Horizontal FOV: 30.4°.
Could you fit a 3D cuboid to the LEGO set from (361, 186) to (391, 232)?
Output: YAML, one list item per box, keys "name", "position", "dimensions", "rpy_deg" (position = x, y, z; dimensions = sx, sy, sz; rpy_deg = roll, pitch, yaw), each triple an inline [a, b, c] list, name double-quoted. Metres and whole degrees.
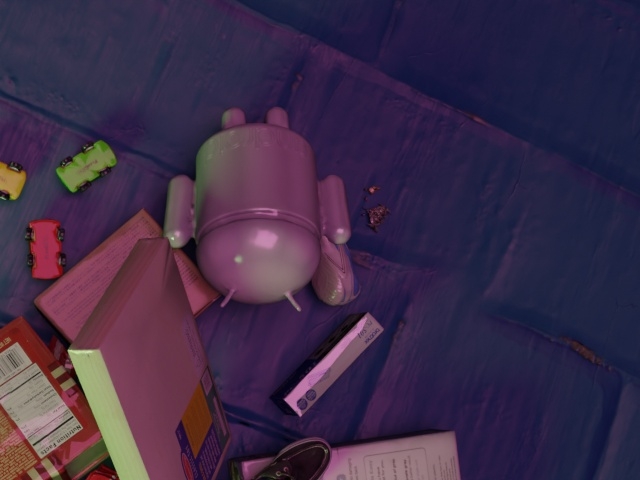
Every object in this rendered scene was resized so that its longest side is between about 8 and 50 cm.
- name: "LEGO set"
  position: [0.097, -0.056, 2.085]
  dimensions: [0.054, 0.023, 0.083]
  rpy_deg: [-24, 91, -18]

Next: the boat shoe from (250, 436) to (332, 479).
- name: "boat shoe"
  position: [-0.073, 0.385, 1.842]
  dimensions: [0.228, 0.076, 0.080]
  rpy_deg: [-29, 92, -17]

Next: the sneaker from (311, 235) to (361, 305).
- name: "sneaker"
  position: [0.000, 0.000, 2.031]
  dimensions: [0.086, 0.085, 0.237]
  rpy_deg: [-10, 76, -56]

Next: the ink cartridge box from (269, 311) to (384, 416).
- name: "ink cartridge box"
  position: [0.010, 0.208, 1.992]
  dimensions: [0.207, 0.097, 0.046]
  rpy_deg: [-45, 97, -16]

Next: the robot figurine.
- name: "robot figurine"
  position: [-0.103, -0.047, 1.900]
  dimensions: [0.300, 0.199, 0.353]
  rpy_deg: [-3, 60, -2]

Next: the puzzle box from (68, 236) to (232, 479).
- name: "puzzle box"
  position: [-0.239, 0.237, 1.749]
  dimensions: [0.052, 0.272, 0.408]
  rpy_deg: [-3, 123, 17]

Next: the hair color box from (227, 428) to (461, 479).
- name: "hair color box"
  position: [0.046, 0.432, 1.970]
  dimensions: [0.375, 0.113, 0.185]
  rpy_deg: [-5, 85, -18]

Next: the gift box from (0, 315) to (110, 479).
- name: "gift box"
  position: [-0.462, 0.264, 1.766]
  dimensions: [0.255, 0.258, 0.276]
  rpy_deg: [-32, 79, -16]

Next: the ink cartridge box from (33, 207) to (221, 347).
- name: "ink cartridge box"
  position: [-0.313, 0.096, 1.907]
  dimensions: [0.235, 0.088, 0.193]
  rpy_deg: [-42, 93, -16]

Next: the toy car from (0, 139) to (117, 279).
- name: "toy car"
  position: [-0.431, -0.081, 1.915]
  dimensions: [0.225, 0.053, 0.239]
  rpy_deg: [-37, 96, -17]

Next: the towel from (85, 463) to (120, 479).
- name: "towel"
  position: [-0.284, 0.490, 1.866]
  dimensions: [0.275, 0.031, 0.199]
  rpy_deg: [31, 104, -13]
